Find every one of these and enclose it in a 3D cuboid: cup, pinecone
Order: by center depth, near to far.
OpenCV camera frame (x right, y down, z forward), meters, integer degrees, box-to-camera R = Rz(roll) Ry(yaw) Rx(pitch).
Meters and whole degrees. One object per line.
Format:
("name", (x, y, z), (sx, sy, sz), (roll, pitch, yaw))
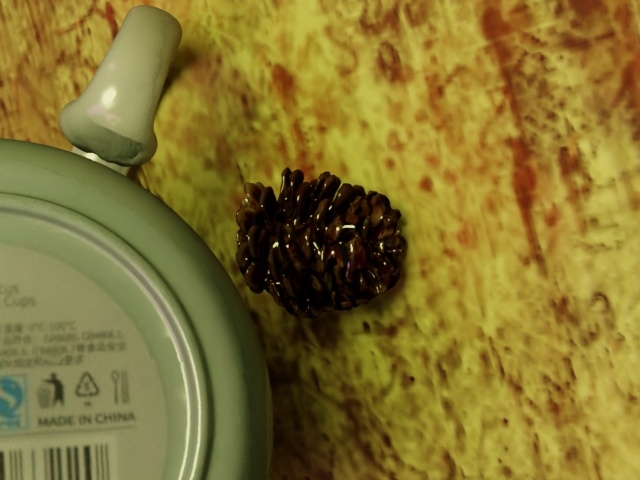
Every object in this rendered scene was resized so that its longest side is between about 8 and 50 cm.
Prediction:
("cup", (-0.139, 0.046, 0.696), (0.274, 0.259, 0.357), (145, 147, -74))
("pinecone", (0.000, 0.000, 0.713), (0.083, 0.077, 0.077), (-10, 97, 19))
